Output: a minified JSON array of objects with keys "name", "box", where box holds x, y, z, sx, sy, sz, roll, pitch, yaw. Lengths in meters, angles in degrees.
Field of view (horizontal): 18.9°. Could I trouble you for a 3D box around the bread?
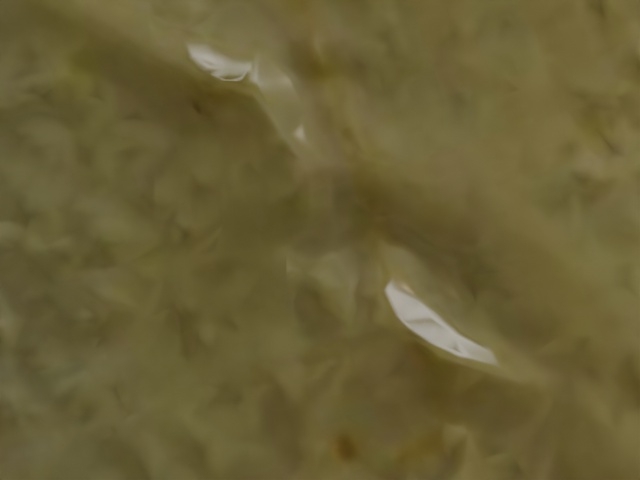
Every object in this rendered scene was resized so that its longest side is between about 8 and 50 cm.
[{"name":"bread","box":[0.000,0.000,0.506,0.207,0.279,0.279,-14,-106,-6]}]
